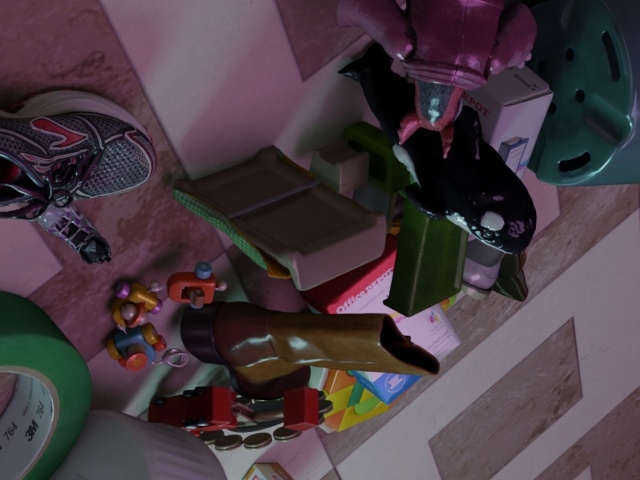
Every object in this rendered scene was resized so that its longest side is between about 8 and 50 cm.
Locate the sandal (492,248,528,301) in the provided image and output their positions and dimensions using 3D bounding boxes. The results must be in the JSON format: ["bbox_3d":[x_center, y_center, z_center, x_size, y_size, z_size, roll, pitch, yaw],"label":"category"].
[{"bbox_3d":[0.271,0.022,2.092,0.060,0.090,0.219,-57,151,-15],"label":"sandal"}]

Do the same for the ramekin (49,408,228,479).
[{"bbox_3d":[-0.249,0.326,1.647,0.277,0.277,0.135,-48,142,4],"label":"ramekin"}]

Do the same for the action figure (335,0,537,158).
[{"bbox_3d":[0.149,-0.262,1.406,0.248,0.276,0.370,3,97,-17],"label":"action figure"}]

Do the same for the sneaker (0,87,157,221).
[{"bbox_3d":[-0.267,-0.066,1.319,0.299,0.112,0.121,-3,129,-49],"label":"sneaker"}]

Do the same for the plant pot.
[{"bbox_3d":[0.408,-0.209,1.783,0.334,0.341,0.341,-10,135,-33],"label":"plant pot"}]

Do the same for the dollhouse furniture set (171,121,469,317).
[{"bbox_3d":[0.000,0.000,1.607,0.301,0.197,0.151,-23,132,-41],"label":"dollhouse furniture set"}]

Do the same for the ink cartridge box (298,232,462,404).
[{"bbox_3d":[0.067,0.079,1.831,0.134,0.078,0.231,-39,122,-11],"label":"ink cartridge box"}]

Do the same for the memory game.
[{"bbox_3d":[-0.074,0.229,1.844,0.186,0.186,0.012,-22,108,-34],"label":"memory game"}]

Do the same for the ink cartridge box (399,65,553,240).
[{"bbox_3d":[0.171,-0.128,1.726,0.093,0.154,0.212,-19,140,-36],"label":"ink cartridge box"}]

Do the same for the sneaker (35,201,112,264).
[{"bbox_3d":[-0.242,-0.003,1.459,0.038,0.069,0.098,-49,149,4],"label":"sneaker"}]

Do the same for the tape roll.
[{"bbox_3d":[-0.395,0.200,1.506,0.321,0.077,0.321,-31,145,-24],"label":"tape roll"}]

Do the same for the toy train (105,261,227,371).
[{"bbox_3d":[-0.177,0.097,1.630,0.125,0.046,0.166,6,130,-18],"label":"toy train"}]

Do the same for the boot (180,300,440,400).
[{"bbox_3d":[0.013,0.132,1.737,0.264,0.280,0.096,48,48,-51],"label":"boot"}]

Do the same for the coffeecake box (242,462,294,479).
[{"bbox_3d":[-0.085,0.439,2.086,0.068,0.142,0.185,11,118,-55],"label":"coffeecake box"}]

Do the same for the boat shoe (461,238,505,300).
[{"bbox_3d":[0.194,-0.011,1.854,0.103,0.113,0.302,-59,-177,15],"label":"boat shoe"}]

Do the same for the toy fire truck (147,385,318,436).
[{"bbox_3d":[-0.108,0.212,1.766,0.135,0.047,0.192,13,158,-38],"label":"toy fire truck"}]

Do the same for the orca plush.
[{"bbox_3d":[0.148,-0.123,1.564,0.151,0.287,0.102,-9,151,-35],"label":"orca plush"}]

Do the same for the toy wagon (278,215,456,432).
[{"bbox_3d":[0.077,0.118,1.982,0.267,0.068,0.344,-18,139,-38],"label":"toy wagon"}]
